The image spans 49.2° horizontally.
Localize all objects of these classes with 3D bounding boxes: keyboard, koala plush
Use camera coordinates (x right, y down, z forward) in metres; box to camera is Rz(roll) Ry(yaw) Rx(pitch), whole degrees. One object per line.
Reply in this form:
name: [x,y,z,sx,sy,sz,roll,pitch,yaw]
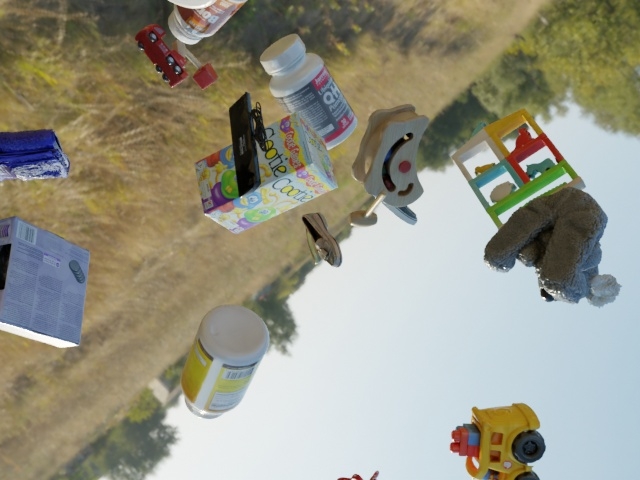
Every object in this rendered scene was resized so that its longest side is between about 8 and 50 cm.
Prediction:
keyboard: [-0.127,-0.180,1.310,0.038,0.192,0.100,3,161,-37]
koala plush: [0.447,0.037,1.277,0.196,0.221,0.203,27,-104,46]

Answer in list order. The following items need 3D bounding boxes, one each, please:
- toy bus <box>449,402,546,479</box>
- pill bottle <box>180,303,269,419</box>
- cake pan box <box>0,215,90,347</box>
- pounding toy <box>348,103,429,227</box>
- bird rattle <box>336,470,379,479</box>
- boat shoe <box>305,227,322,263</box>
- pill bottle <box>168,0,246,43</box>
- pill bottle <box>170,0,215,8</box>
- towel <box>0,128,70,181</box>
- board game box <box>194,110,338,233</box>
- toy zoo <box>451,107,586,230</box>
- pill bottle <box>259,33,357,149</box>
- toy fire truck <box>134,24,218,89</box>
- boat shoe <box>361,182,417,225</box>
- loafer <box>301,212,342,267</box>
toy bus: [0.406,0.504,1.655,0.149,0.211,0.221,-122,-147,-80]
pill bottle: [-0.169,0.214,1.188,0.117,0.117,0.215,-45,167,-47]
cake pan box: [-0.651,0.101,1.613,0.070,0.246,0.267,-12,157,20]
pounding toy: [0.168,-0.140,1.490,0.155,0.154,0.270,55,-47,51]
bird rattle: [0.120,0.645,1.580,0.253,0.143,0.207,0,-99,53]
boat shoe: [-0.009,-0.006,1.779,0.048,0.056,0.153,-12,-136,1]
pill bottle: [-0.264,-0.553,1.630,0.216,0.121,0.121,-28,-168,45]
pill bottle: [-0.186,-0.536,1.177,0.152,0.152,0.272,-42,-157,58]
towel: [-0.705,-0.162,1.497,0.308,0.076,0.227,-6,169,-12]
board game box: [-0.124,-0.148,1.588,0.275,0.142,0.144,-24,153,17]
toy zoo: [0.404,-0.163,1.496,0.192,0.030,0.293,-33,-132,14]
pill bottle: [-0.039,-0.432,2.042,0.176,0.319,0.176,-25,-147,18]
toy fire truck: [-0.334,-0.426,1.632,0.047,0.192,0.135,-24,-156,31]
boat shoe: [0.220,-0.125,2.059,0.070,0.219,0.078,-46,-154,13]
loafer: [0.000,0.000,1.266,0.039,0.125,0.045,1,137,-31]
